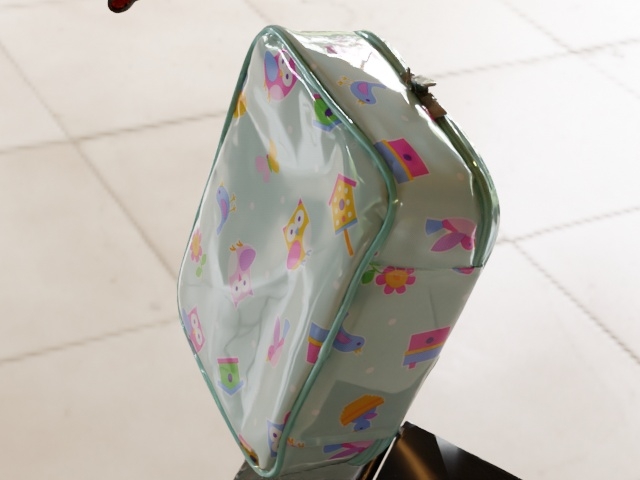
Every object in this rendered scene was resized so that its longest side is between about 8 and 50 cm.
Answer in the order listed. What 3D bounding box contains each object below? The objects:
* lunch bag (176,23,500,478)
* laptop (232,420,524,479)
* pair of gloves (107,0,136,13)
[{"bbox_3d":[0.000,0.000,0.968,0.107,0.279,0.224,0,40,-31],"label":"lunch bag"},{"bbox_3d":[0.024,0.261,1.052,0.264,0.136,0.234,-18,29,43],"label":"laptop"},{"bbox_3d":[-0.033,-0.112,0.496,0.083,0.010,0.074,-25,25,38],"label":"pair of gloves"}]
